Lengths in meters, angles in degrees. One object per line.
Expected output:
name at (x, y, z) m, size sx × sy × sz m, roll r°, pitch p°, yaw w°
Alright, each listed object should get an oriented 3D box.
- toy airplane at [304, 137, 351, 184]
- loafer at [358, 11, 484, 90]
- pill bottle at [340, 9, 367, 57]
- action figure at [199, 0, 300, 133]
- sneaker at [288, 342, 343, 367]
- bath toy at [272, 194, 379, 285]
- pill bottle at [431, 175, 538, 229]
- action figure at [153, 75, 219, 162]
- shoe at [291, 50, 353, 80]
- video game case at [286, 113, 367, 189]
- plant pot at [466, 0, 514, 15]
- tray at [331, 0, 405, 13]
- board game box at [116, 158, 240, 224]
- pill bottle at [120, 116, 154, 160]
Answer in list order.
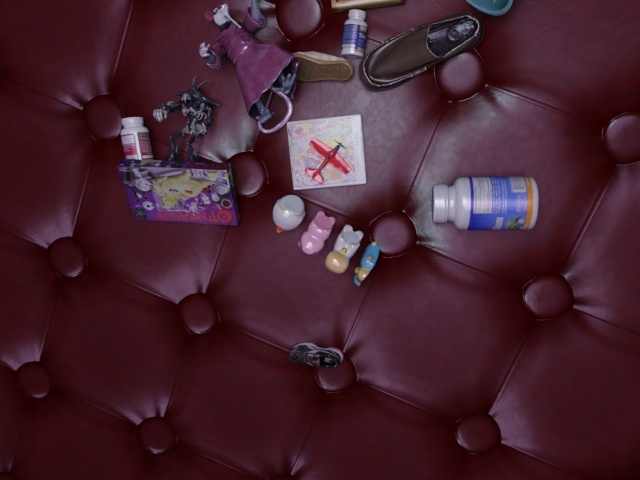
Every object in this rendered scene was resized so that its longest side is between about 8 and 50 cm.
toy airplane at (0.012, -0.233, 1.486) m, size 0.151 × 0.028 × 0.151 m, roll 1°, pitch 101°, yaw 7°
loafer at (0.270, -0.532, 1.365) m, size 0.366 × 0.130 × 0.134 m, roll -24°, pitch 96°, yaw 12°
pill bottle at (0.097, -0.585, 1.414) m, size 0.067 × 0.067 × 0.120 m, roll 9°, pitch 102°, yaw 7°
action figure at (-0.198, -0.541, 1.435) m, size 0.248 × 0.276 × 0.370 m, roll -36°, pitch 74°, yaw 2°
sneaker at (-0.018, 0.375, 1.606) m, size 0.178 × 0.077 × 0.072 m, roll -2°, pitch 99°, yaw 10°
bath toy at (0.000, 0.000, 1.515) m, size 0.348 × 0.151 × 0.129 m, roll 32°, pitch 139°, yaw 2°
pill bottle at (0.455, -0.104, 1.405) m, size 0.272 × 0.152 × 0.152 m, roll 0°, pitch 100°, yaw 9°
action figure at (-0.402, -0.354, 1.500) m, size 0.164 × 0.141 × 0.276 m, roll 16°, pitch 105°, yaw 9°
shoe at (-0.008, -0.508, 1.457) m, size 0.219 × 0.058 × 0.077 m, roll 11°, pitch 133°, yaw 11°
video game case at (0.019, -0.265, 1.508) m, size 0.227 × 0.026 × 0.206 m, roll -4°, pitch 100°, yaw 10°
plant pot at (0.477, -0.798, 1.201) m, size 0.334 × 0.341 × 0.341 m, roll -39°, pitch 93°, yaw 5°
tray at (0.117, -0.855, 1.359) m, size 0.202 × 0.076 × 0.411 m, roll -3°, pitch 101°, yaw 9°
board game box at (-0.433, -0.148, 1.544) m, size 0.346 × 0.056 × 0.208 m, roll 3°, pitch 134°, yaw 8°
pill bottle at (-0.576, -0.305, 1.562) m, size 0.086 × 0.086 × 0.152 m, roll -5°, pitch 99°, yaw 10°
